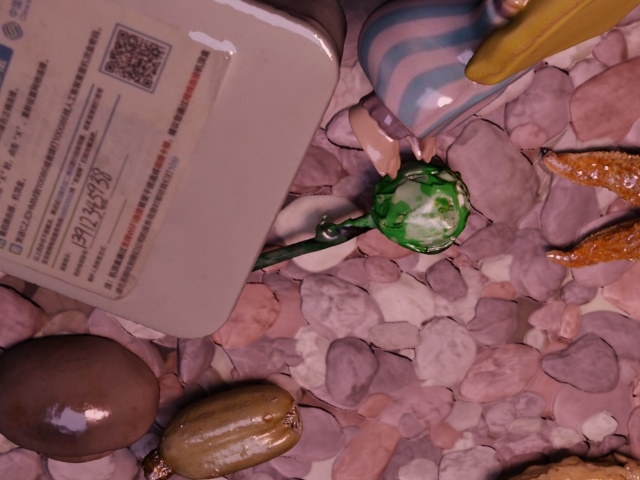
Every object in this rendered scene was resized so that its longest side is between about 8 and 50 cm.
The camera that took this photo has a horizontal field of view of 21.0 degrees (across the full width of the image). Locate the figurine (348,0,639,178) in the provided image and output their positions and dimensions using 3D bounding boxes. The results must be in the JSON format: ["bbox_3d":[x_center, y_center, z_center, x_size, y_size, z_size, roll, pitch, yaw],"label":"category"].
[{"bbox_3d":[0.110,-0.314,1.539,0.361,0.266,0.378,-37,81,25],"label":"figurine"}]

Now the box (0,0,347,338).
[{"bbox_3d":[-0.214,-0.123,1.646,0.396,0.111,0.396,22,123,-7],"label":"box"}]

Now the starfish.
[{"bbox_3d":[0.368,-0.054,1.743,0.302,0.060,0.299,-12,121,7],"label":"starfish"}]

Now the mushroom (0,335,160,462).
[{"bbox_3d":[-0.271,0.178,1.849,0.188,0.117,0.141,0,108,5],"label":"mushroom"}]

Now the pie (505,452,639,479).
[{"bbox_3d":[0.301,0.382,1.979,0.339,0.083,0.339,1,118,2],"label":"pie"}]

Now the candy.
[{"bbox_3d":[-0.001,-0.002,1.767,0.323,0.097,0.097,-18,118,18],"label":"candy"}]

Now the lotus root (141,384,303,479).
[{"bbox_3d":[-0.109,0.212,1.878,0.183,0.077,0.090,-22,110,8],"label":"lotus root"}]
